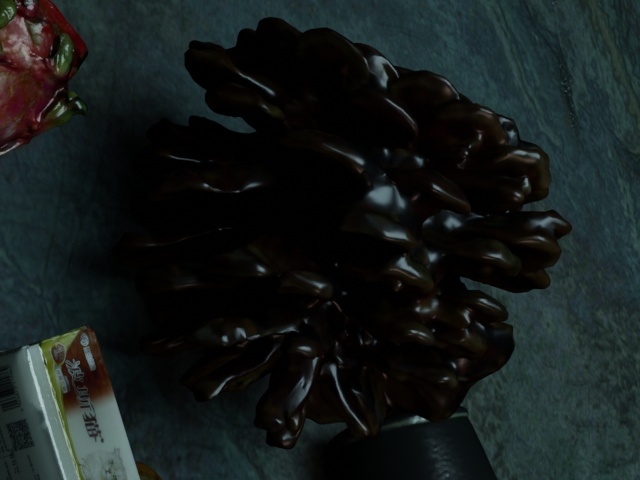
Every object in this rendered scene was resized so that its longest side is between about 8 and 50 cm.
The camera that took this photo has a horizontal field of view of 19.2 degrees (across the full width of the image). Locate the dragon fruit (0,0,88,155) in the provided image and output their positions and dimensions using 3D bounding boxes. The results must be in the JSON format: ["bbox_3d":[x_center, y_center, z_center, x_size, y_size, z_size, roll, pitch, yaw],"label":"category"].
[{"bbox_3d":[-0.277,-0.126,1.498,0.172,0.166,0.160,-50,165,-18],"label":"dragon fruit"}]

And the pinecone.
[{"bbox_3d":[0.000,0.000,1.655,0.397,0.397,0.398,27,55,-46],"label":"pinecone"}]

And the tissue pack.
[{"bbox_3d":[-0.220,0.155,1.499,0.099,0.106,0.149,-18,91,-55],"label":"tissue pack"}]

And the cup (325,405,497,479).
[{"bbox_3d":[0.093,0.259,1.872,0.223,0.169,0.177,78,-5,-78],"label":"cup"}]

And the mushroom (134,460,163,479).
[{"bbox_3d":[-0.136,0.232,1.605,0.129,0.073,0.088,2,55,-19],"label":"mushroom"}]
